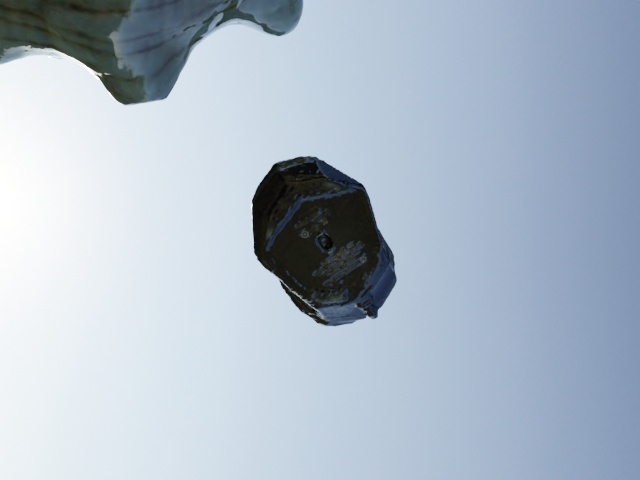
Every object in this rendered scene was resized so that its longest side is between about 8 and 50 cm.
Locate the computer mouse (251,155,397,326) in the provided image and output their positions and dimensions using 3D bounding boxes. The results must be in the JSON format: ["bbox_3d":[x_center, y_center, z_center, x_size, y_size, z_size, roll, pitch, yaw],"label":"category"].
[{"bbox_3d":[0.000,0.000,0.592,0.192,0.105,0.062,59,-1,-39],"label":"computer mouse"}]

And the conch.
[{"bbox_3d":[-0.099,-0.153,0.325,0.386,0.203,0.170,-159,-104,-67],"label":"conch"}]
